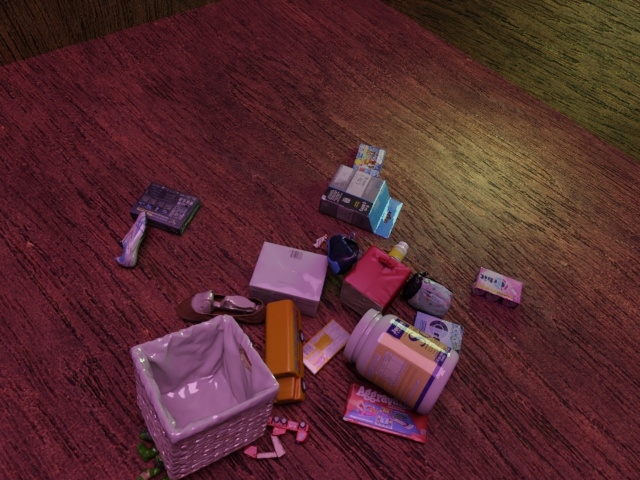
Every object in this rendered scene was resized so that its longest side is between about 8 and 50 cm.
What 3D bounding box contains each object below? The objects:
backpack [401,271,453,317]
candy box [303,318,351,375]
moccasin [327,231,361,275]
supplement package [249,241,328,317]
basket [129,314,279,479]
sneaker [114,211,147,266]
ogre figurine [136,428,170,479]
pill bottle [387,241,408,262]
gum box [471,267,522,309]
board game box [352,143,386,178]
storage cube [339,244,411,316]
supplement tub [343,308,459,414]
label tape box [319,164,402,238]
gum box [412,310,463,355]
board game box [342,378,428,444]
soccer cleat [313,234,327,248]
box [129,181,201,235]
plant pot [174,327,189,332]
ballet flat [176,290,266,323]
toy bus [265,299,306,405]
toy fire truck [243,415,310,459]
[{"bbox_3d":[0.423,0.217,1.765,0.182,0.152,0.115,28,61,-2],"label":"backpack"},{"bbox_3d":[0.013,0.388,1.647,0.105,0.027,0.206,41,60,20],"label":"candy box"},{"bbox_3d":[0.103,0.052,1.758,0.117,0.137,0.342,-26,17,9],"label":"moccasin"},{"bbox_3d":[-0.118,0.149,1.730,0.262,0.145,0.203,14,55,2],"label":"supplement package"},{"bbox_3d":[-0.349,0.455,1.344,0.332,0.266,0.328,-16,45,-34],"label":"basket"},{"bbox_3d":[-0.743,-0.011,1.779,0.086,0.085,0.237,18,67,-16],"label":"sneaker"},{"bbox_3d":[-0.484,0.659,1.356,0.118,0.096,0.197,-20,42,1],"label":"ogre figurine"},{"bbox_3d":[0.324,0.059,1.901,0.065,0.065,0.116,33,56,16],"label":"pill bottle"},{"bbox_3d":[0.722,0.196,1.854,0.189,0.062,0.107,21,55,8],"label":"gum box"},{"bbox_3d":[0.240,-0.388,2.229,0.136,0.035,0.201,16,54,5],"label":"board game box"},{"bbox_3d":[0.203,0.171,1.719,0.184,0.215,0.193,34,64,16],"label":"storage cube"},{"bbox_3d":[0.270,0.401,1.530,0.332,0.240,0.241,29,56,20],"label":"supplement tub"},{"bbox_3d":[0.195,-0.182,2.032,0.334,0.105,0.240,22,55,9],"label":"label tape box"},{"bbox_3d":[0.437,0.371,1.706,0.185,0.041,0.156,19,54,6],"label":"gum box"},{"bbox_3d":[0.225,0.583,1.537,0.282,0.027,0.145,14,53,3],"label":"board game box"},{"bbox_3d":[0.000,0.000,1.925,0.036,0.029,0.083,30,61,9],"label":"soccer cleat"},{"bbox_3d":[-0.658,-0.137,1.919,0.233,0.059,0.183,18,54,5],"label":"box"},{"bbox_3d":[-0.475,0.355,1.581,0.082,0.081,0.083,-11,47,-15],"label":"plant pot"},{"bbox_3d":[-0.359,0.239,1.649,0.343,0.124,0.116,7,54,-2],"label":"ballet flat"},{"bbox_3d":[-0.124,0.384,1.553,0.109,0.130,0.332,-12,54,11],"label":"toy bus"},{"bbox_3d":[-0.137,0.638,1.437,0.192,0.047,0.135,12,54,0],"label":"toy fire truck"}]
